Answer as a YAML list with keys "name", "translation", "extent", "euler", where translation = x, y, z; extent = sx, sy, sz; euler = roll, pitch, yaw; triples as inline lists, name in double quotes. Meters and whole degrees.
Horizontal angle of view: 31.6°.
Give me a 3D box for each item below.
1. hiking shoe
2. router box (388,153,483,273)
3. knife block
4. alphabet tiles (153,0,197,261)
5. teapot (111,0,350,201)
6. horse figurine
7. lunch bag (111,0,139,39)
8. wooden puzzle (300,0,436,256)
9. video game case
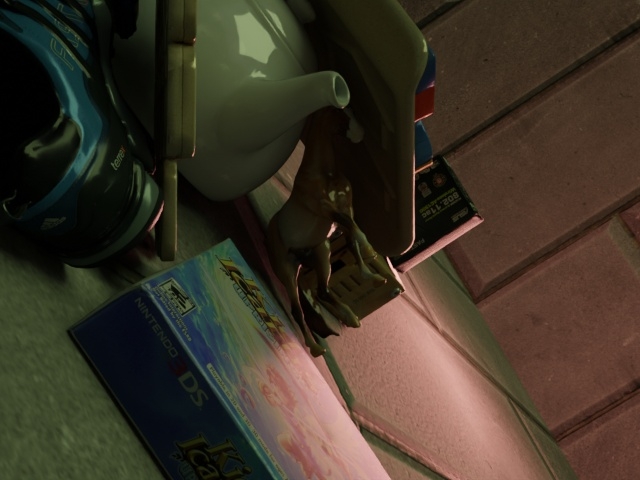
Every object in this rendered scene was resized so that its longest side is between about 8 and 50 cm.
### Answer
- name: "hiking shoe"
  translation: [-0.192, -0.131, 0.699]
  extent: [0.304, 0.113, 0.132]
  euler: [61, 10, 23]
- name: "router box"
  translation: [0.121, -0.031, 1.365]
  extent: [0.092, 0.122, 0.038]
  euler: [61, 14, 23]
- name: "knife block"
  translation: [0.000, -0.027, 1.392]
  extent: [0.276, 0.088, 0.242]
  euler: [44, 15, -50]
- name: "alphabet tiles"
  translation: [-0.107, -0.127, 0.818]
  extent: [0.284, 0.021, 0.278]
  euler: [-167, -102, -79]
- name: "teapot"
  translation: [-0.090, -0.176, 1.079]
  extent: [0.256, 0.187, 0.252]
  euler: [54, 3, 6]
- name: "horse figurine"
  translation: [0.000, 0.000, 1.117]
  extent: [0.174, 0.066, 0.263]
  euler: [63, -28, 28]
- name: "lunch bag"
  translation: [-0.205, -0.312, 0.915]
  extent: [0.303, 0.115, 0.243]
  euler: [-110, -161, -51]
- name: "wooden puzzle"
  translation: [0.027, -0.191, 1.174]
  extent: [0.322, 0.080, 0.348]
  euler: [57, -16, 26]
- name: "video game case"
  translation: [-0.035, 0.134, 0.775]
  extent: [0.269, 0.061, 0.244]
  euler: [56, 9, -1]
